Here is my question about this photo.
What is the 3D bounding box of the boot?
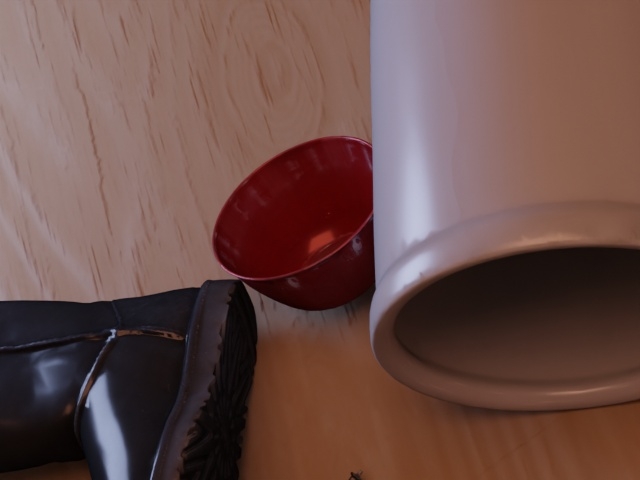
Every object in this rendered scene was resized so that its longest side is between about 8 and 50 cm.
[{"bbox_3d":[-0.302,0.192,1.825,0.445,0.146,0.367,-3,37,12],"label":"boot"}]

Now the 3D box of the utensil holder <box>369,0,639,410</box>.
[{"bbox_3d":[0.201,-0.088,1.747,0.327,0.327,0.385,-9,60,13],"label":"utensil holder"}]

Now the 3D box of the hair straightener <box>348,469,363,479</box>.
[{"bbox_3d":[0.029,0.244,1.787,0.230,0.047,0.089,2,65,25],"label":"hair straightener"}]

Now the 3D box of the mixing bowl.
[{"bbox_3d":[0.000,0.000,1.874,0.181,0.098,0.181,-21,38,17],"label":"mixing bowl"}]
